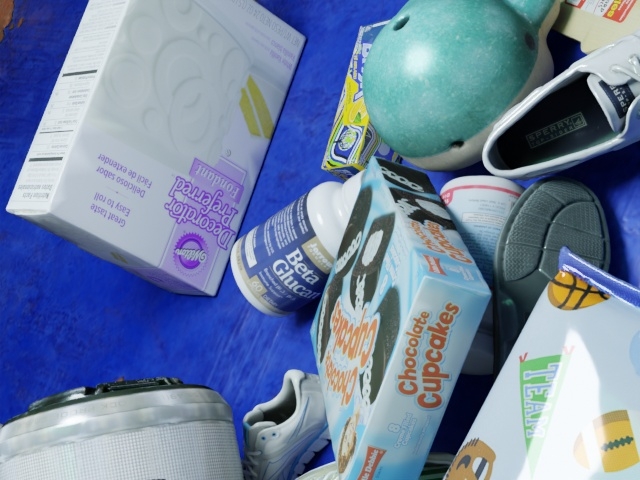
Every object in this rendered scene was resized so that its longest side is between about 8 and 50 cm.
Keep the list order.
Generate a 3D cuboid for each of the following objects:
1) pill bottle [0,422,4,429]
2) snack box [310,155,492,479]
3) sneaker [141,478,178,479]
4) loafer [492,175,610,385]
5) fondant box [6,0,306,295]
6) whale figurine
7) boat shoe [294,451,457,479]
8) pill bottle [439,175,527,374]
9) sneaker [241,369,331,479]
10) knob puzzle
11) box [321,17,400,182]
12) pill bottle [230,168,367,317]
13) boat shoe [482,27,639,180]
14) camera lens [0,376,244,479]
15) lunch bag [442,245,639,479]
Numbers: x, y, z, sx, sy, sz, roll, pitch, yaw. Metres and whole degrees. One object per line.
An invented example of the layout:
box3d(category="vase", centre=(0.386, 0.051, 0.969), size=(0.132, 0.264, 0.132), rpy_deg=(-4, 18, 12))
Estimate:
box3d(category="pill bottle", centre=(-0.363, 0.280, 1.382), size=(0.224, 0.392, 0.224), rpy_deg=(-28, 48, 36))
box3d(category="snack box", centre=(0.056, 0.063, 1.182), size=(0.322, 0.060, 0.187), rpy_deg=(-105, 32, -71))
box3d(category="sneaker", centre=(-0.017, 0.288, 1.103), size=(0.319, 0.112, 0.131), rpy_deg=(20, 92, 12))
box3d(category="loafer", centre=(0.174, 0.066, 1.149), size=(0.084, 0.096, 0.267), rpy_deg=(109, 177, -52))
box3d(category="fondant box", centre=(-0.173, -0.133, 1.562), size=(0.096, 0.238, 0.330), rpy_deg=(4, 70, 48))
box3d(category="whale figurine", centre=(0.120, -0.196, 1.338), size=(0.216, 0.141, 0.272), rpy_deg=(-26, 40, 33))
box3d(category="boat shoe", centre=(0.043, 0.221, 1.203), size=(0.302, 0.094, 0.109), rpy_deg=(-21, 52, 40))
box3d(category="pill bottle", centre=(0.136, 0.031, 1.227), size=(0.087, 0.087, 0.160), rpy_deg=(-14, 56, 44))
box3d(category="sneaker", centre=(-0.053, 0.201, 1.337), size=(0.071, 0.083, 0.190), rpy_deg=(34, 95, 51))
box3d(category="knob puzzle", centre=(0.295, -0.244, 1.259), size=(0.213, 0.030, 0.213), rpy_deg=(-40, 34, 35))
box3d(category="box", centre=(0.058, -0.140, 1.449), size=(0.054, 0.059, 0.169), rpy_deg=(-6, 62, 47))
box3d(category="pill bottle", centre=(0.000, 0.000, 1.396), size=(0.169, 0.094, 0.094), rpy_deg=(-33, 45, 31))
box3d(category="boat shoe", centre=(0.250, -0.116, 1.160), size=(0.258, 0.084, 0.095), rpy_deg=(-33, 89, 26))
box3d(category="camera lens", centre=(-0.169, 0.270, 1.258), size=(0.219, 0.219, 0.274), rpy_deg=(-22, 74, 39))
box3d(category="lunch bag", centre=(0.253, 0.229, 0.858), size=(0.385, 0.239, 0.328), rpy_deg=(29, 90, 39))
